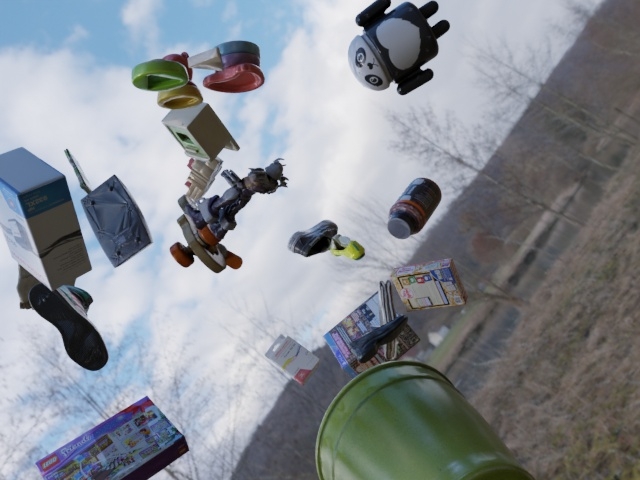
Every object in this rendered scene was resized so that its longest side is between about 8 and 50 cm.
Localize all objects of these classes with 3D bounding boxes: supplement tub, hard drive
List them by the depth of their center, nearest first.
[{"bbox_3d":[0.254,-0.086,1.565,0.198,0.106,0.106,-49,-15,-42],"label":"supplement tub"},{"bbox_3d":[-0.636,-0.060,1.789,0.172,0.254,0.054,-33,-10,14],"label":"hard drive"}]

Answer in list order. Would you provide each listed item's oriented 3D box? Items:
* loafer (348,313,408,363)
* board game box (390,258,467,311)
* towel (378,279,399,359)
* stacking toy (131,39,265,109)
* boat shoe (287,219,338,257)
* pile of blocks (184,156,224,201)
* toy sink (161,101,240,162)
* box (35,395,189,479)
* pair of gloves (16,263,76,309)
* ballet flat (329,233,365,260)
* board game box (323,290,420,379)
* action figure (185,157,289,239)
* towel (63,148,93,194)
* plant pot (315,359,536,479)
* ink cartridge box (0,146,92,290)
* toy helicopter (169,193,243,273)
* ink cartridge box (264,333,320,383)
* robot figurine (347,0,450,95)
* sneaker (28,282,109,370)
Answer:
[{"bbox_3d":[0.147,0.234,1.432,0.170,0.061,0.062,-34,-34,-17],"label":"loafer"},{"bbox_3d":[0.329,0.139,1.726,0.146,0.193,0.045,63,-146,-24],"label":"board game box"},{"bbox_3d":[0.226,0.267,1.888,0.282,0.049,0.187,80,-175,-60],"label":"towel"},{"bbox_3d":[-0.309,-0.443,1.398,0.309,0.130,0.279,-10,-4,15],"label":"stacking toy"},{"bbox_3d":[0.000,0.000,2.094,0.301,0.102,0.108,-18,-47,-59],"label":"boat shoe"},{"bbox_3d":[-0.481,-0.288,2.307,0.149,0.113,0.362,-57,8,-28],"label":"pile of blocks"},{"bbox_3d":[-0.423,-0.368,2.017,0.131,0.153,0.234,-55,-39,-18],"label":"toy sink"},{"bbox_3d":[-0.488,0.511,1.340,0.293,0.201,0.057,-28,-54,-32],"label":"box"},{"bbox_3d":[-1.002,0.150,2.092,0.240,0.042,0.204,1,-88,-60],"label":"pair of gloves"},{"bbox_3d":[0.079,0.015,1.953,0.077,0.077,0.231,-44,20,-12],"label":"ballet flat"},{"bbox_3d":[0.192,0.375,2.181,0.291,0.232,0.141,-39,-60,1],"label":"board game box"},{"bbox_3d":[-0.196,-0.120,1.410,0.285,0.099,0.185,-35,-26,23],"label":"action figure"},{"bbox_3d":[-0.806,-0.221,1.897,0.023,0.152,0.113,-28,-13,-12],"label":"towel"},{"bbox_3d":[0.219,0.461,1.086,0.366,0.366,0.353,-50,19,-7],"label":"plant pot"},{"bbox_3d":[-0.741,-0.055,1.484,0.129,0.223,0.307,-36,-39,-38],"label":"ink cartridge box"},{"bbox_3d":[-0.377,-0.025,1.818,0.140,0.355,0.235,-39,-44,7],"label":"toy helicopter"},{"bbox_3d":[-0.112,0.449,2.180,0.115,0.198,0.067,-52,-17,-18],"label":"ink cartridge box"},{"bbox_3d":[0.206,-0.526,1.529,0.278,0.209,0.173,-32,-29,8],"label":"robot figurine"},{"bbox_3d":[-0.709,0.241,1.660,0.124,0.295,0.178,-36,3,-1],"label":"sneaker"}]
